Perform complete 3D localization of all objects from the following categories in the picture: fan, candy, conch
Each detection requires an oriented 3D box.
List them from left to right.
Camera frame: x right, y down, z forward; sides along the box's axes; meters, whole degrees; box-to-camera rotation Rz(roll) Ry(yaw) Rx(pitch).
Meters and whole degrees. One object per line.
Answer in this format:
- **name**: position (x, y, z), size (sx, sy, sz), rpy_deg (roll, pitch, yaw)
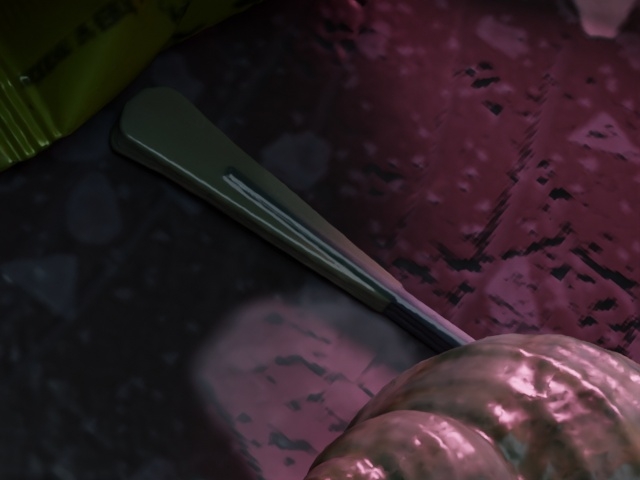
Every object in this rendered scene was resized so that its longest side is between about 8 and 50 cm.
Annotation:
- **candy**: position (-0.062, -0.130, 0.786), size (0.246, 0.069, 0.149), rpy_deg (-28, 70, -13)
- **fan**: position (0.000, 0.000, 0.778), size (0.193, 0.016, 0.038), rpy_deg (36, 56, 2)
- **conch**: position (0.075, 0.121, 0.681), size (0.188, 0.122, 0.176), rpy_deg (21, 83, -3)
